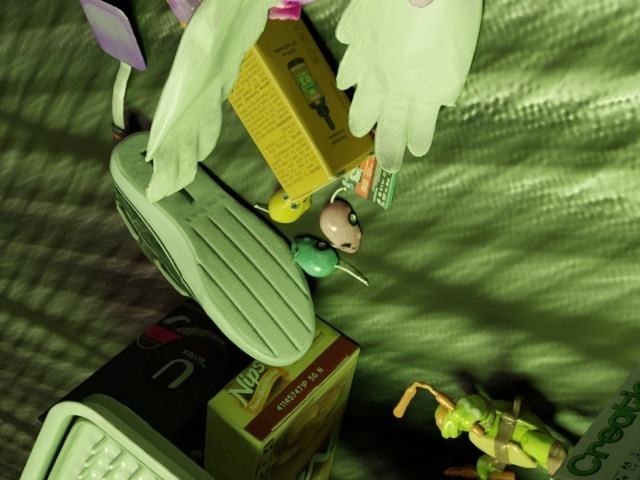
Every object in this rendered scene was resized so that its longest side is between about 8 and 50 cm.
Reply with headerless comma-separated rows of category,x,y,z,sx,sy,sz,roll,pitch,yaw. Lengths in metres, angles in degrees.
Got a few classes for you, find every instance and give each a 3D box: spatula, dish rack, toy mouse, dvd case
spatula,-0.237,-0.159,1.104,0.084,0.030,0.296,30,139,25
dish rack,-0.169,0.323,0.992,0.333,0.072,0.286,37,127,7
toy mouse,0.000,0.000,1.000,0.143,0.031,0.161,54,143,-5
dvd case,0.025,-0.092,0.911,0.119,0.013,0.087,31,139,22

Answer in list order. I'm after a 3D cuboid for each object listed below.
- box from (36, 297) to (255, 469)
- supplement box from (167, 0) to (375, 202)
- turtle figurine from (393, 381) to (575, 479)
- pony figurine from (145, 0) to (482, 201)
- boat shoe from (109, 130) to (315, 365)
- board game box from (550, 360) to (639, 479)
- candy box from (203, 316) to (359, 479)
box,-0.195,0.225,1.194,0.165,0.270,0.143,21,135,32
supplement box,-0.045,-0.156,0.859,0.080,0.078,0.233,-29,94,49
turtle figurine,0.202,0.208,0.933,0.217,0.087,0.269,19,156,29
pony figurine,-0.013,-0.227,0.662,0.363,0.302,0.351,49,137,26
boat shoe,-0.127,0.016,1.095,0.335,0.121,0.119,51,153,15
board game box,0.271,0.136,0.616,0.053,0.305,0.193,5,125,46
candy box,-0.057,0.258,1.155,0.087,0.183,0.316,33,140,22
